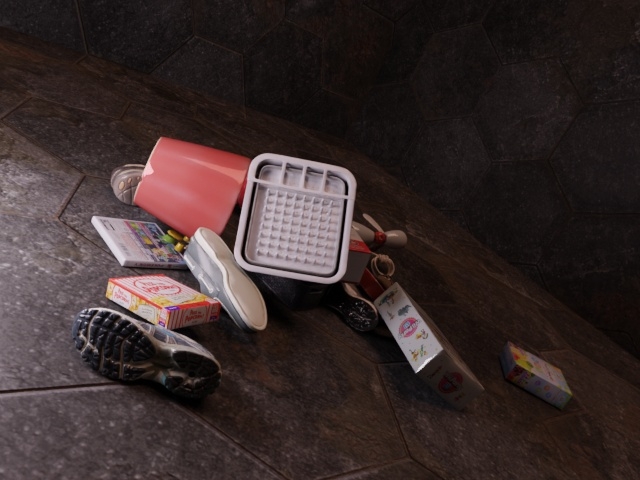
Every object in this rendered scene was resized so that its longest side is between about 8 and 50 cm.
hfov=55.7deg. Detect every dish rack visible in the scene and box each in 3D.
[{"bbox_3d":[-0.063,-0.050,1.565,0.285,0.072,0.333,10,66,-6],"label":"dish rack"}]

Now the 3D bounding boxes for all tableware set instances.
[{"bbox_3d":[-0.366,0.007,1.624,0.104,0.024,0.154,35,8,-2],"label":"tableware set"}]

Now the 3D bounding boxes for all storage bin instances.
[{"bbox_3d":[-0.080,0.108,1.707,0.180,0.084,0.122,39,22,31],"label":"storage bin"}]

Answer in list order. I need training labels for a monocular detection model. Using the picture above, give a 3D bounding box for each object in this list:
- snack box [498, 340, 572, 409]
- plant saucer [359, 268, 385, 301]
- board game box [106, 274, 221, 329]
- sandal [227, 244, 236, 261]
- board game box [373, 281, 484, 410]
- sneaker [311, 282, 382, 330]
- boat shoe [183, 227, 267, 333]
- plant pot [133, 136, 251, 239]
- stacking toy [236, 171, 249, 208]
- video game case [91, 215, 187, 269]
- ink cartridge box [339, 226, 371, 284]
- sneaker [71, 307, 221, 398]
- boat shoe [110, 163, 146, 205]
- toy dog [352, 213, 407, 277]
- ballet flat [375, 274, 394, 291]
[{"bbox_3d":[0.698,0.436,1.977,0.207,0.070,0.174,30,18,-1],"label":"snack box"},{"bbox_3d":[0.153,0.139,1.871,0.258,0.048,0.259,52,0,-40],"label":"plant saucer"},{"bbox_3d":[-0.332,0.127,1.284,0.193,0.045,0.147,20,12,31],"label":"board game box"},{"bbox_3d":[-0.198,0.020,1.805,0.090,0.060,0.219,39,22,29],"label":"sandal"},{"bbox_3d":[0.286,0.281,1.641,0.224,0.097,0.303,44,8,-32],"label":"board game box"},{"bbox_3d":[0.073,0.167,1.778,0.271,0.100,0.108,43,11,26],"label":"sneaker"},{"bbox_3d":[-0.235,0.110,1.457,0.116,0.099,0.319,17,32,-56],"label":"boat shoe"},{"bbox_3d":[-0.349,-0.141,1.628,0.243,0.275,0.275,23,19,-13],"label":"plant pot"},{"bbox_3d":[-0.325,-0.209,2.136,0.302,0.175,0.166,19,21,16],"label":"stacking toy"},{"bbox_3d":[-0.457,0.007,1.534,0.183,0.023,0.201,7,27,-48],"label":"video game case"},{"bbox_3d":[0.000,0.000,1.757,0.197,0.114,0.273,10,26,-23],"label":"ink cartridge box"},{"bbox_3d":[-0.321,0.206,1.127,0.283,0.110,0.122,28,1,-10],"label":"sneaker"},{"bbox_3d":[-0.457,-0.168,1.820,0.355,0.132,0.130,12,25,-43],"label":"boat shoe"},{"bbox_3d":[0.132,-0.008,2.206,0.333,0.220,0.161,30,-14,-19],"label":"toy dog"},{"bbox_3d":[0.253,0.184,1.986,0.084,0.058,0.250,59,-4,-36],"label":"ballet flat"}]
